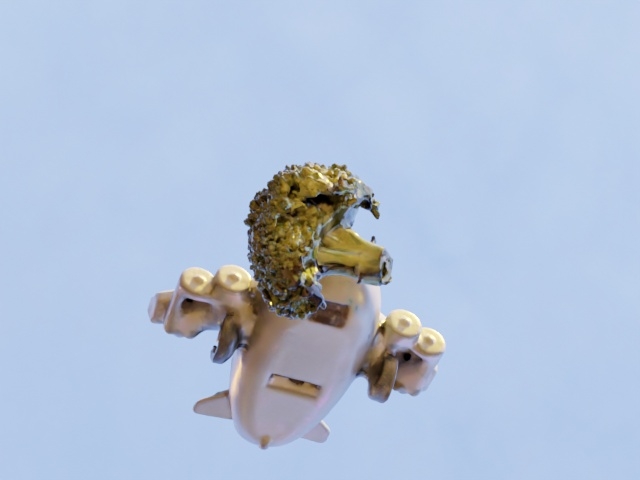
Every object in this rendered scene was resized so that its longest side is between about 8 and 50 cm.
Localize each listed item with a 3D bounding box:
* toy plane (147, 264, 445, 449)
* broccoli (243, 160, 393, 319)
[{"bbox_3d":[-0.022,0.093,1.334,0.267,0.267,0.122,-16,-135,21],"label":"toy plane"},{"bbox_3d":[0.000,0.000,0.872,0.092,0.097,0.095,19,-89,4],"label":"broccoli"}]
